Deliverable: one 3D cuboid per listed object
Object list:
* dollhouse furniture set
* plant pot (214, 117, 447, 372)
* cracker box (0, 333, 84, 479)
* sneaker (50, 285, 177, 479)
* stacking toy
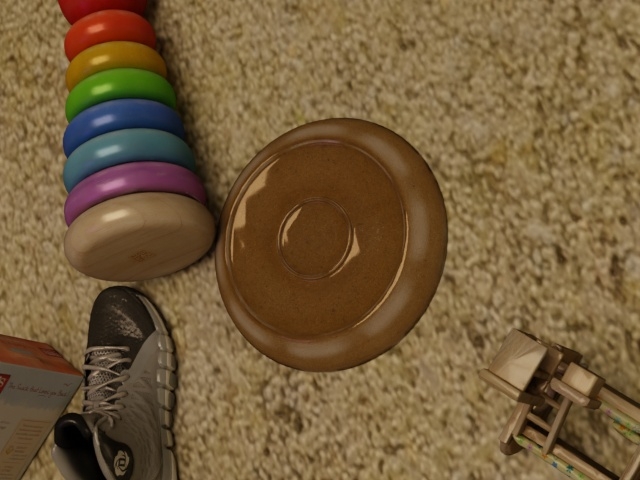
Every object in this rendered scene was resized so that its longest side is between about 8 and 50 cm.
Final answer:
[{"bbox_3d":[0.218,0.162,1.163,0.182,0.161,0.101,32,95,30],"label":"dollhouse furniture set"},{"bbox_3d":[0.000,0.000,1.383,0.236,0.032,0.236,-6,77,25],"label":"plant pot"},{"bbox_3d":[-0.347,0.198,1.451,0.067,0.156,0.232,37,97,29],"label":"cracker box"},{"bbox_3d":[-0.194,0.143,1.396,0.086,0.132,0.228,-18,72,23],"label":"sneaker"},{"bbox_3d":[-0.196,-0.133,1.465,0.141,0.141,0.330,-23,64,22],"label":"stacking toy"}]
